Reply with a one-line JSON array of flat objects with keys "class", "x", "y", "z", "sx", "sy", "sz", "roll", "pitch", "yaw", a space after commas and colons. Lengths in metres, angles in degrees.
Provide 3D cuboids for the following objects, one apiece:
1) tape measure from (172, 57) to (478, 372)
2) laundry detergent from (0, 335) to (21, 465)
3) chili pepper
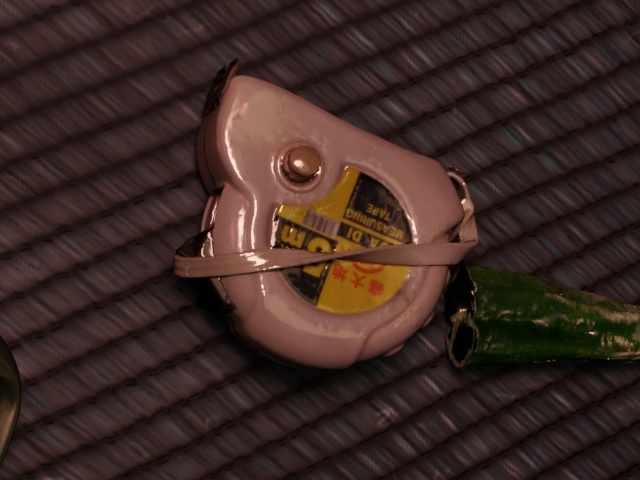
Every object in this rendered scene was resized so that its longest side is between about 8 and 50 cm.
[{"class": "tape measure", "x": 0.000, "y": 0.000, "z": 1.352, "sx": 0.236, "sy": 0.120, "sz": 0.197, "roll": 24, "pitch": 76, "yaw": -13}, {"class": "laundry detergent", "x": -0.281, "y": 0.110, "z": 1.277, "sx": 0.144, "sy": 0.078, "sz": 0.222, "roll": 33, "pitch": 77, "yaw": -19}, {"class": "chili pepper", "x": 0.212, "y": 0.064, "z": 1.464, "sx": 0.227, "sy": 0.059, "sz": 0.088, "roll": 3, "pitch": 84, "yaw": -22}]
